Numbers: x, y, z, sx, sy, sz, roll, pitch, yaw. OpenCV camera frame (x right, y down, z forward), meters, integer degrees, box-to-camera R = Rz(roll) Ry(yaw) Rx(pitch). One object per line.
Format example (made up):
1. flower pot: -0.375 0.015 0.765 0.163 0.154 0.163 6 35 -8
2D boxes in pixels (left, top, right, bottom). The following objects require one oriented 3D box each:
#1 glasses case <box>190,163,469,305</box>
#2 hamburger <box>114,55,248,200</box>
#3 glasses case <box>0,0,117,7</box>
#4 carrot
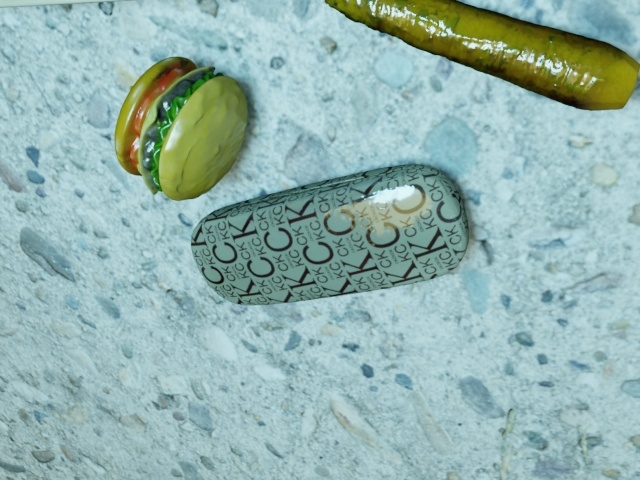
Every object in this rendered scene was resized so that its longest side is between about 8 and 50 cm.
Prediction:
1. glasses case: 0.000 0.000 0.772 0.355 0.085 0.137 -11 114 26
2. hamburger: -0.153 -0.124 0.717 0.115 0.162 0.162 28 126 11
3. glasses case: -0.245 -0.328 0.671 0.337 0.076 0.143 5 121 18
4. carrot: 0.140 -0.195 0.613 0.315 0.066 0.066 20 125 8
